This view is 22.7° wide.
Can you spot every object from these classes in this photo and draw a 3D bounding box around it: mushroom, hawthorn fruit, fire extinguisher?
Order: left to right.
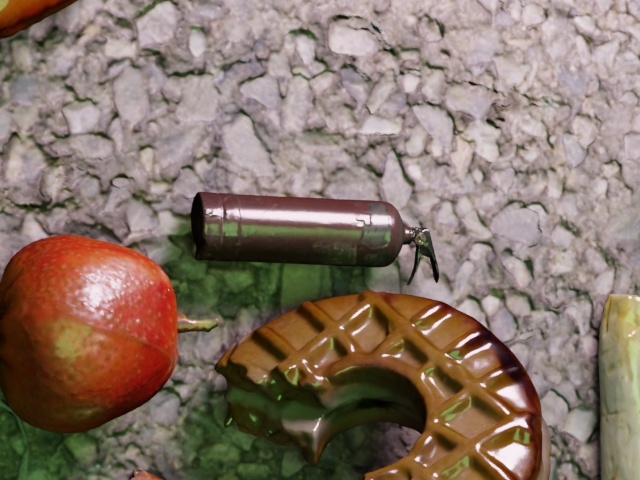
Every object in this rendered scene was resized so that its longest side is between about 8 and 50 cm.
[{"bbox_3d":[-0.208,0.087,1.545,0.225,0.196,0.196,-3,94,-22],"label":"hawthorn fruit"},{"bbox_3d":[0.000,0.000,1.655,0.267,0.072,0.089,3,98,-17],"label":"fire extinguisher"},{"bbox_3d":[0.360,0.226,1.767,0.107,0.087,0.333,0,91,-15],"label":"mushroom"}]

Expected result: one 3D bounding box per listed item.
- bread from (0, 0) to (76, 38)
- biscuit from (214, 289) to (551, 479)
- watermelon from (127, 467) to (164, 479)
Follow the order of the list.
[{"bbox_3d":[-0.391,-0.312,1.487,0.323,0.143,0.333,-36,102,-12],"label":"bread"},{"bbox_3d":[0.081,0.183,1.561,0.268,0.366,0.115,-31,139,-15],"label":"biscuit"},{"bbox_3d":[-0.104,0.405,1.606,0.302,0.151,0.264,30,82,-16],"label":"watermelon"}]
